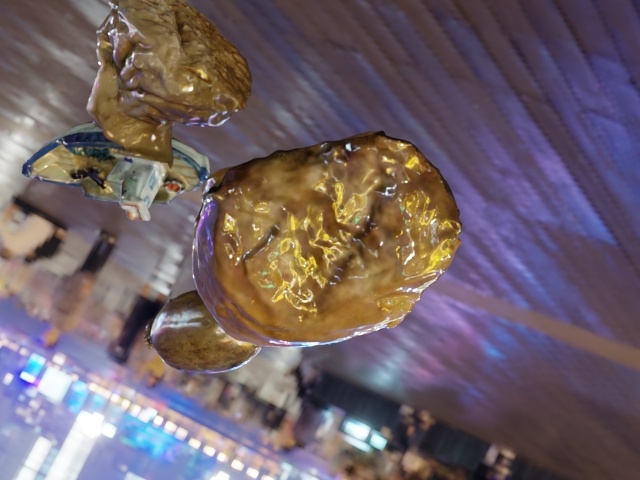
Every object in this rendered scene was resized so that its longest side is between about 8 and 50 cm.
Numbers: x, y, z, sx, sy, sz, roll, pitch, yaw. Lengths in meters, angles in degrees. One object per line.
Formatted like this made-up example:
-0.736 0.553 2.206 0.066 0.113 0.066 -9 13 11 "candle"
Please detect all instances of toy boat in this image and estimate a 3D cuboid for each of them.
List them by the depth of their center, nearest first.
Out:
-0.274 -0.088 1.721 0.262 0.115 0.114 11 141 22 "toy boat"

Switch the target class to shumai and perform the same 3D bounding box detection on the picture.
-0.186 -0.171 1.437 0.166 0.175 0.206 25 -159 -39 "shumai"

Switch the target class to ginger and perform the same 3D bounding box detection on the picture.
0.002 0.004 1.320 0.269 0.200 0.223 -13 180 -2 "ginger"

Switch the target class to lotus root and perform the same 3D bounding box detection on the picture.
-0.145 0.125 1.780 0.209 0.120 0.120 -10 152 25 "lotus root"
